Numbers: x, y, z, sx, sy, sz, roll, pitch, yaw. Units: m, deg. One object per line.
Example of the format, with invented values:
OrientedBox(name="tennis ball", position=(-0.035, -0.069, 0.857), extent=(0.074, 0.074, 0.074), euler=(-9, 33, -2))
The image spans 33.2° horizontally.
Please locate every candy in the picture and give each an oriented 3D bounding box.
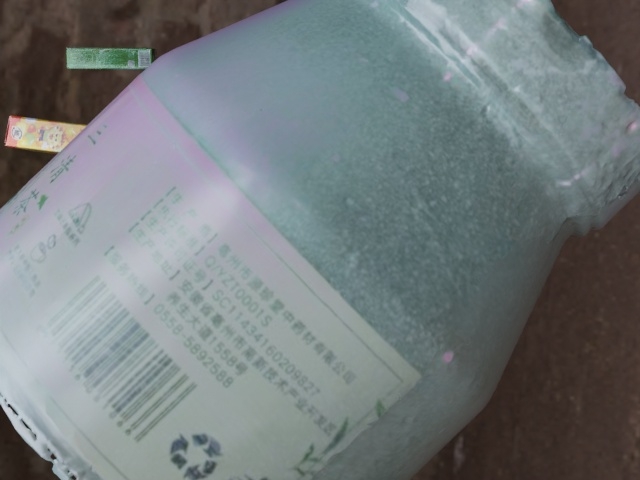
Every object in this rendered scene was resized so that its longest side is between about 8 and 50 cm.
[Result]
OrientedBox(name="candy", position=(-0.299, -0.119, 1.257), extent=(0.062, 0.122, 0.038), euler=(4, -87, -74))

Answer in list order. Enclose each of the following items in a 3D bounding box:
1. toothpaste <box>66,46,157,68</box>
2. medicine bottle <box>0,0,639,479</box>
OrientedBox(name="toothpaste", position=(-0.194, -0.170, 0.999), extent=(0.017, 0.083, 0.020), euler=(-58, -31, -75))
OrientedBox(name="medicine bottle", position=(0.000, 0.000, 0.546), extent=(0.290, 0.245, 0.245), euler=(-43, 6, 0))
